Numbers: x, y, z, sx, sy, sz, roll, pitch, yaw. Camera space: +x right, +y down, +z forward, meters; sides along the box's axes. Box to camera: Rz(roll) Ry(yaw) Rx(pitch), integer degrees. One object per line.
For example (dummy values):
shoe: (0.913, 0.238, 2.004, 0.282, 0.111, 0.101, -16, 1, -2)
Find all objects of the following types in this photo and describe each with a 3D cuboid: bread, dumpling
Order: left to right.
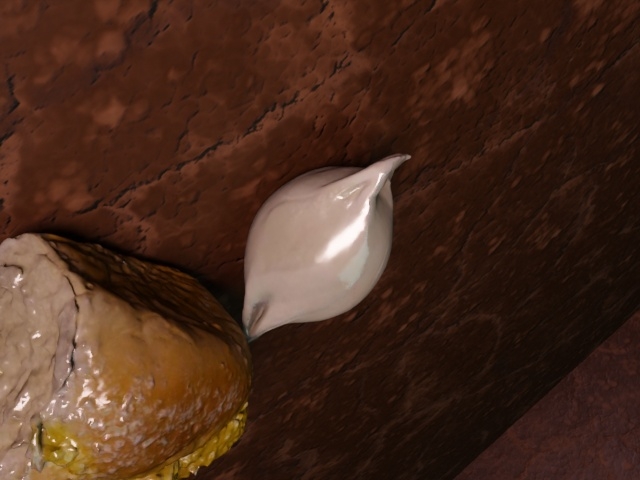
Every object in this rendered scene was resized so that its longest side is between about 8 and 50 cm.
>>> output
bread: (-0.172, 0.117, 0.535, 0.195, 0.176, 0.246, -49, 150, 8)
dumpling: (0.000, 0.000, 0.662, 0.229, 0.124, 0.151, -44, -173, 14)
